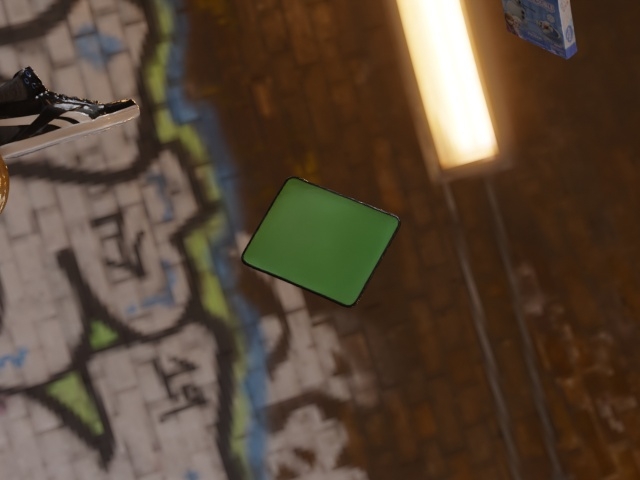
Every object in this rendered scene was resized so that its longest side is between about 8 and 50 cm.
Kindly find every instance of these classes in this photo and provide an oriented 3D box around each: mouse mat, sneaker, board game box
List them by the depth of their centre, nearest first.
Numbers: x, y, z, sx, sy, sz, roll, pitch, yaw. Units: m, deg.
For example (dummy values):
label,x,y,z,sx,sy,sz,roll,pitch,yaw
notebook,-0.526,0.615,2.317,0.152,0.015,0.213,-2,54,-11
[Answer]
label,x,y,z,sx,sy,sz,roll,pitch,yaw
board game box,0.235,-0.251,1.798,0.090,0.020,0.090,32,-28,38
mouse mat,0.000,0.000,2.291,0.189,0.152,0.007,22,-20,23
sneaker,-0.379,-0.203,2.391,0.079,0.217,0.121,169,-96,-82

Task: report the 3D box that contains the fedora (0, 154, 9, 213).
label,x,y,z,sx,sy,sz,roll,pitch,yaw
fedora,-0.538,-0.099,2.381,0.079,0.194,0.194,-81,162,-69
